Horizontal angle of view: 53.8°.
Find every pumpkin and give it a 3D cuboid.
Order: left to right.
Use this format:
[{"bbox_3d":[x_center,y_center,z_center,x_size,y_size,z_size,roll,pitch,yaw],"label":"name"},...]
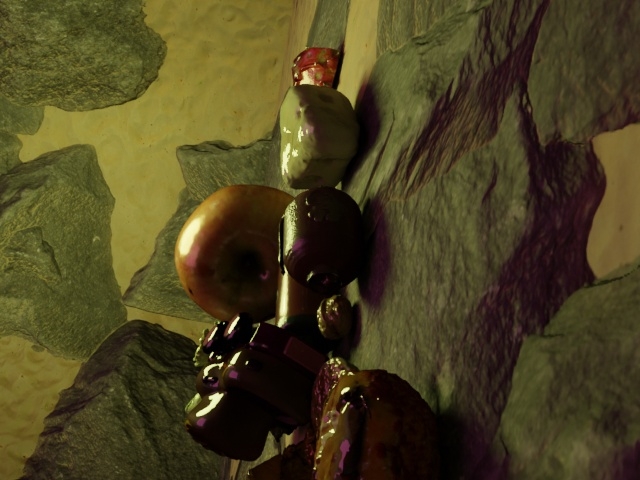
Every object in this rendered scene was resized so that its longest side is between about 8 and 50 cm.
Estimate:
[{"bbox_3d":[-0.073,0.481,1.278,0.281,0.190,0.139,-98,19,-55],"label":"pumpkin"}]

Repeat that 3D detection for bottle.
[{"bbox_3d":[-0.035,0.099,1.479,0.144,0.143,0.336,111,163,-46],"label":"bottle"}]

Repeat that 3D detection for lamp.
[{"bbox_3d":[0.000,0.000,1.297,0.180,0.180,0.258,111,165,-46],"label":"lamp"}]

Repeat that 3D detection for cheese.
[{"bbox_3d":[0.001,-0.272,1.494,0.251,0.173,0.248,132,136,-71],"label":"cheese"}]

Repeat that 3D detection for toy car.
[{"bbox_3d":[-0.138,0.319,1.306,0.340,0.271,0.240,-33,26,55],"label":"toy car"}]

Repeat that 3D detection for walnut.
[{"bbox_3d":[0.030,0.156,1.300,0.079,0.082,0.096,-38,35,31],"label":"walnut"}]

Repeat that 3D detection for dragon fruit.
[{"bbox_3d":[-0.029,-0.466,1.884,0.274,0.126,0.161,145,133,-74],"label":"dragon fruit"}]

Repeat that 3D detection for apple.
[{"bbox_3d":[-0.202,0.027,1.750,0.346,0.391,0.392,-124,44,-71],"label":"apple"}]

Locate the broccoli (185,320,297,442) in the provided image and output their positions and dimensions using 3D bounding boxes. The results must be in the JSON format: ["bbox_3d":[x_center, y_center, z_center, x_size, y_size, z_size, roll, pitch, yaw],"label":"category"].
[{"bbox_3d":[-0.200,0.372,1.590,0.348,0.281,0.293,59,162,-22],"label":"broccoli"}]

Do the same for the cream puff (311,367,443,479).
[{"bbox_3d":[0.071,0.285,0.824,0.240,0.163,0.240,18,-90,-90],"label":"cream puff"}]

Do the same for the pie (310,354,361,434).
[{"bbox_3d":[0.041,0.310,1.143,0.163,0.078,0.194,-126,45,-59],"label":"pie"}]
